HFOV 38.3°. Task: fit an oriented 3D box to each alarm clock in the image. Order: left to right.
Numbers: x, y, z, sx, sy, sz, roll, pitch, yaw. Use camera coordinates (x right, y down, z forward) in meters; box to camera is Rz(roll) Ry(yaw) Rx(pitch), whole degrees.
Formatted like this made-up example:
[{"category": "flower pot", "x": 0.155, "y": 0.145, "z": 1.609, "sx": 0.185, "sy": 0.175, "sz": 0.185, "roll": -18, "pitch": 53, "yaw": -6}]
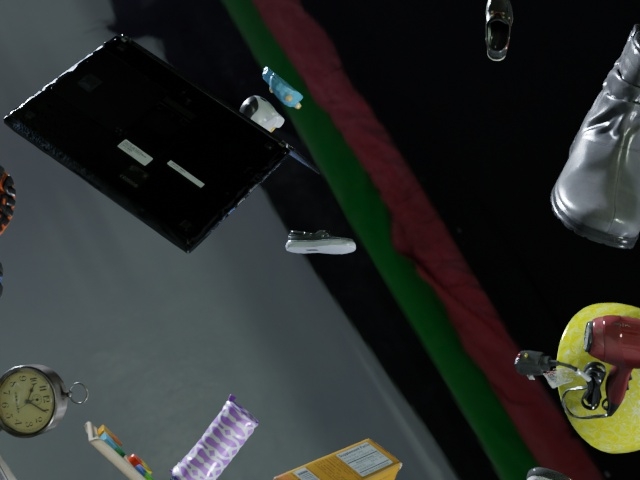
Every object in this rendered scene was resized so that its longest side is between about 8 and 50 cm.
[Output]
[{"category": "alarm clock", "x": -0.509, "y": 0.289, "z": 1.680, "sx": 0.064, "sy": 0.192, "sz": 0.129, "roll": 13, "pitch": 69, "yaw": -75}]

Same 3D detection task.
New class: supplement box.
[{"category": "supplement box", "x": 0.021, "y": 0.374, "z": 1.386, "sx": 0.080, "sy": 0.233, "sz": 0.078, "roll": 33, "pitch": -66, "yaw": 35}]

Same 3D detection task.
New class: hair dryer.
[{"category": "hair dryer", "x": 0.485, "y": 0.196, "z": 1.491, "sx": 0.293, "sy": 0.080, "sz": 0.223, "roll": -21, "pitch": -44, "yaw": 39}]

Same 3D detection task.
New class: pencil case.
[{"category": "pencil case", "x": -0.218, "y": 0.425, "z": 1.898, "sx": 0.088, "sy": 0.206, "sz": 0.086, "roll": 36, "pitch": -8, "yaw": 41}]

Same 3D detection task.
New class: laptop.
[{"category": "laptop", "x": -0.153, "y": -0.099, "z": 0.989, "sx": 0.234, "sy": 0.264, "sz": 0.136, "roll": 34, "pitch": -35, "yaw": 11}]

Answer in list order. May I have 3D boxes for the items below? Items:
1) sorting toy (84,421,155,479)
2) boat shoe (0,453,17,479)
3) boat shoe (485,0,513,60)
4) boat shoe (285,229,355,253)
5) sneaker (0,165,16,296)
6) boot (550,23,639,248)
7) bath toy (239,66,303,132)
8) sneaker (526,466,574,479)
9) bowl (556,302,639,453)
[{"category": "sorting toy", "x": -0.406, "y": 0.453, "z": 1.916, "sx": 0.193, "sy": 0.038, "sz": 0.208, "roll": 46, "pitch": -15, "yaw": -12}, {"category": "boat shoe", "x": -0.719, "y": 0.459, "z": 1.825, "sx": 0.341, "sy": 0.127, "sz": 0.158, "roll": 60, "pitch": 22, "yaw": -16}, {"category": "boat shoe", "x": 0.320, "y": -0.391, "z": 1.653, "sx": 0.042, "sy": 0.048, "sz": 0.133, "roll": 53, "pitch": 41, "yaw": -76}, {"category": "boat shoe", "x": 0.000, "y": 0.000, "z": 1.744, "sx": 0.142, "sy": 0.040, "sz": 0.049, "roll": 0, "pitch": -20, "yaw": 23}, {"category": "sneaker", "x": -0.413, "y": 0.019, "z": 1.058, "sx": 0.087, "sy": 0.221, "sz": 0.083, "roll": -6, "pitch": -25, "yaw": 37}, {"category": "boot", "x": 0.402, "y": -0.155, "z": 1.226, "sx": 0.118, "sy": 0.338, "sz": 0.223, "roll": 17, "pitch": -55, "yaw": 1}, {"category": "bath toy", "x": -0.196, "y": -0.228, "z": 2.060, "sx": 0.129, "sy": 0.348, "sz": 0.151, "roll": 42, "pitch": -2, "yaw": 16}, {"category": "sneaker", "x": 0.406, "y": 0.488, "z": 1.433, "sx": 0.270, "sy": 0.145, "sz": 0.090, "roll": 41, "pitch": -28, "yaw": 5}, {"category": "bowl", "x": 0.596, "y": 0.248, "z": 1.707, "sx": 0.156, "sy": 0.289, "sz": 0.289, "roll": -20, "pitch": -83, "yaw": 57}]
